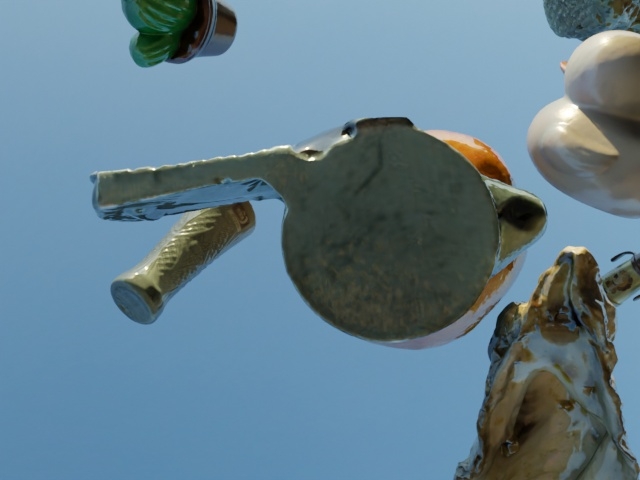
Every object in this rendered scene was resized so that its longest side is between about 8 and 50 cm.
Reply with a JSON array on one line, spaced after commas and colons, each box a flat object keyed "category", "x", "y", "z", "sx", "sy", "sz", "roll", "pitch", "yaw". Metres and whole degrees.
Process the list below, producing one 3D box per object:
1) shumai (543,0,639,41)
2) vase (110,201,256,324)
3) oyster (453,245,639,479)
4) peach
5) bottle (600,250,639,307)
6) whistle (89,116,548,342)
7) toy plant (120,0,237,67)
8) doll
[{"category": "shumai", "x": 0.542, "y": -0.491, "z": 1.582, "sx": 0.222, "sy": 0.260, "sz": 0.225, "roll": -14, "pitch": -113, "yaw": -8}, {"category": "vase", "x": -0.185, "y": 0.018, "z": 1.170, "sx": 0.096, "sy": 0.096, "sz": 0.219, "roll": 51, "pitch": -130, "yaw": -11}, {"category": "oyster", "x": 0.195, "y": 0.157, "z": 0.761, "sx": 0.110, "sy": 0.166, "sz": 0.341, "roll": -38, "pitch": -52, "yaw": -61}, {"category": "peach", "x": 0.130, "y": 0.002, "z": 1.169, "sx": 0.289, "sy": 0.289, "sz": 0.308, "roll": 62, "pitch": -150, "yaw": -4}, {"category": "bottle", "x": 0.412, "y": 0.043, "z": 1.145, "sx": 0.063, "sy": 0.101, "sz": 0.047, "roll": 50, "pitch": -143, "yaw": 7}, {"category": "whistle", "x": -0.004, "y": -0.032, "z": 0.811, "sx": 0.405, "sy": 0.168, "sz": 0.188, "roll": 24, "pitch": -92, "yaw": 4}, {"category": "toy plant", "x": -0.203, "y": -0.295, "z": 1.151, "sx": 0.200, "sy": 0.105, "sz": 0.143, "roll": 3, "pitch": -66, "yaw": -48}, {"category": "doll", "x": 0.391, "y": -0.157, "z": 1.134, "sx": 0.221, "sy": 0.221, "sz": 0.251, "roll": -1, "pitch": -142, "yaw": -31}]
